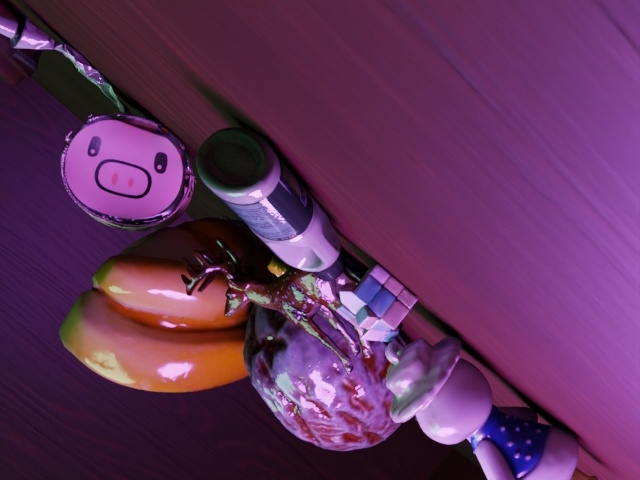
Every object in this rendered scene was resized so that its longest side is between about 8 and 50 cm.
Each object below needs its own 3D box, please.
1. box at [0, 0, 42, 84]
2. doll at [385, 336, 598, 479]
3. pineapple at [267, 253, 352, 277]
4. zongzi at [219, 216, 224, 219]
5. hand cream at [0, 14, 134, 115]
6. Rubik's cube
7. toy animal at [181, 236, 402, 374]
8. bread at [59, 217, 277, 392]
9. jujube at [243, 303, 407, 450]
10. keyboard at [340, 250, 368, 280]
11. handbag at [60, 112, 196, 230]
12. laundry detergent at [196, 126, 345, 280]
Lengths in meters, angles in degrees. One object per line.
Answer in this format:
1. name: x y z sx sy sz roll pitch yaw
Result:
1. box: -0.624 -0.415 1.449 0.263 0.108 0.404 37 173 27
2. doll: 0.187 0.211 0.996 0.293 0.138 0.119 39 133 -3
3. pineapple: -0.016 0.025 1.182 0.137 0.069 0.116 24 159 38
4. zongzi: -0.180 0.011 1.895 0.247 0.111 0.241 44 158 30
5. hand cream: -0.385 -0.267 1.354 0.257 0.050 0.084 34 179 -35
6. Rubik's cube: 0.058 0.076 0.984 0.075 0.073 0.084 35 165 16
7. toy animal: -0.038 0.059 1.126 0.260 0.087 0.243 42 138 -1
8. bread: -0.233 0.090 1.469 0.328 0.245 0.424 5 -168 26
9. jujube: 0.017 0.181 1.338 0.308 0.215 0.247 45 -164 -57
10. keyboard: 0.000 0.000 1.095 0.204 0.013 0.061 40 173 11
11. handbag: -0.294 -0.101 1.367 0.205 0.179 0.116 14 -177 -12
12. laundry detergent: -0.034 -0.022 0.898 0.099 0.070 0.226 27 166 38
